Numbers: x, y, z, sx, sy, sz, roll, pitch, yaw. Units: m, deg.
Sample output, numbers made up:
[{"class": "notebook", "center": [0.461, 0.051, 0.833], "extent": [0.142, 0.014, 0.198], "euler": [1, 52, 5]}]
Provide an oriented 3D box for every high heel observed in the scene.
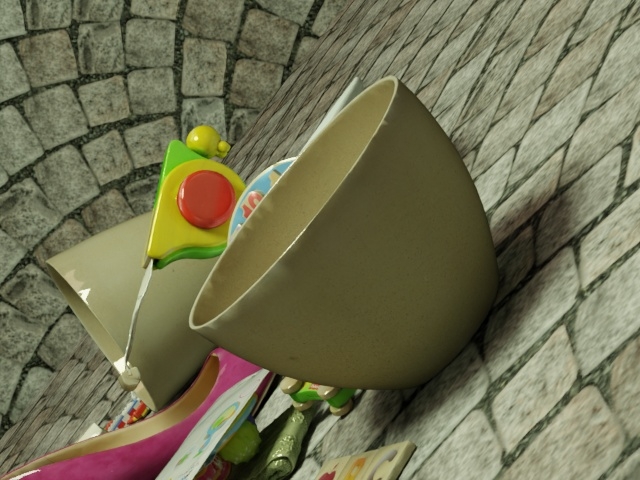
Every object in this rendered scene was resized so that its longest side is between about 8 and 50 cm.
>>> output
[{"class": "high heel", "center": [-0.191, 0.191, 1.909], "extent": [0.377, 0.181, 0.127], "euler": [-54, 12, -17]}]

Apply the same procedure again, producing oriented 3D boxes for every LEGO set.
[{"class": "LEGO set", "center": [-0.308, 0.296, 2.375], "extent": [0.182, 0.060, 0.244], "euler": [-46, 11, 4]}]

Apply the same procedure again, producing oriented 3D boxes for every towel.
[{"class": "towel", "center": [-0.060, 0.224, 1.685], "extent": [0.148, 0.027, 0.110], "euler": [-45, 12, 35]}]

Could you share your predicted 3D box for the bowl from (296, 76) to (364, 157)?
[{"class": "bowl", "center": [0.009, -0.027, 1.895], "extent": [0.298, 0.134, 0.298], "euler": [-55, 4, 6]}]

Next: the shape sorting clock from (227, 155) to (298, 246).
[{"class": "shape sorting clock", "center": [-0.005, 0.016, 1.706], "extent": [0.206, 0.206, 0.040], "euler": [-45, -16, 26]}]

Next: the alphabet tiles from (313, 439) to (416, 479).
[{"class": "alphabet tiles", "center": [-0.045, 0.312, 1.380], "extent": [0.342, 0.011, 0.285], "euler": [-56, 12, -24]}]

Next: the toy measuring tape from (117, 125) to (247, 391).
[{"class": "toy measuring tape", "center": [-0.150, 0.023, 1.960], "extent": [0.121, 0.121, 0.330], "euler": [152, 131, -64]}]

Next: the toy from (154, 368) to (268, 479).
[{"class": "toy", "center": [-0.104, 0.212, 1.662], "extent": [0.137, 0.056, 0.237], "euler": [-37, 7, 42]}]

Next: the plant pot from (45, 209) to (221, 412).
[{"class": "plant pot", "center": [-0.192, 0.052, 2.302], "extent": [0.274, 0.256, 0.256], "euler": [-37, 8, -13]}]

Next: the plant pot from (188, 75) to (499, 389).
[{"class": "plant pot", "center": [0.046, 0.022, 1.486], "extent": [0.284, 0.191, 0.284], "euler": [-49, 11, 13]}]

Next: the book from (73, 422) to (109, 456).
[{"class": "book", "center": [-0.252, 0.284, 2.000], "extent": [0.096, 0.144, 0.035], "euler": [-51, 49, -4]}]

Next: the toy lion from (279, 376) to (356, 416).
[{"class": "toy lion", "center": [0.013, 0.125, 1.649], "extent": [0.096, 0.034, 0.100], "euler": [-49, 27, -25]}]
